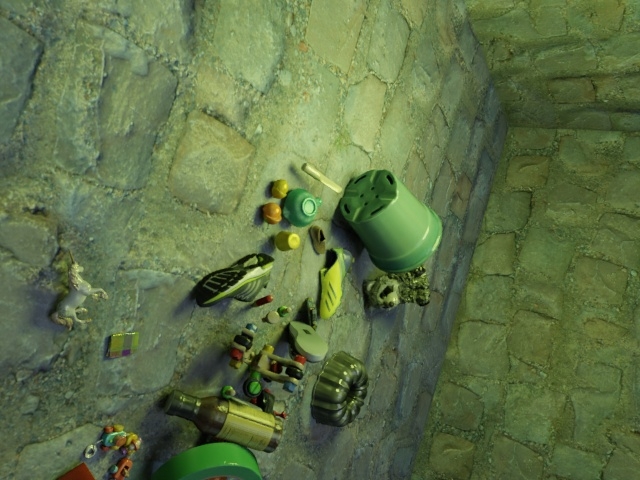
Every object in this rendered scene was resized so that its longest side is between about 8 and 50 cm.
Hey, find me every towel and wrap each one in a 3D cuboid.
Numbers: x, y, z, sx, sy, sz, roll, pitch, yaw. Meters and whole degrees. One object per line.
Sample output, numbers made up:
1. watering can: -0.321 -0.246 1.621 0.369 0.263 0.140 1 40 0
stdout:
1. towel: -0.497 0.261 1.244 0.083 0.009 0.060 3 96 -56

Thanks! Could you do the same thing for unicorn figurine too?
1. unicorn figurine: -0.537 0.120 1.097 0.111 0.060 0.162 44 64 -52

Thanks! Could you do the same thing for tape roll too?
1. tape roll: -0.329 0.715 1.413 0.321 0.077 0.321 -11 126 -16

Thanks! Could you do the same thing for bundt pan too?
1. bundt pan: 0.103 0.655 2.137 0.331 0.124 0.331 -24 119 -51

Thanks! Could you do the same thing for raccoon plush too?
1. raccoon plush: 0.351 0.212 2.379 0.446 0.299 0.216 -60 140 -83

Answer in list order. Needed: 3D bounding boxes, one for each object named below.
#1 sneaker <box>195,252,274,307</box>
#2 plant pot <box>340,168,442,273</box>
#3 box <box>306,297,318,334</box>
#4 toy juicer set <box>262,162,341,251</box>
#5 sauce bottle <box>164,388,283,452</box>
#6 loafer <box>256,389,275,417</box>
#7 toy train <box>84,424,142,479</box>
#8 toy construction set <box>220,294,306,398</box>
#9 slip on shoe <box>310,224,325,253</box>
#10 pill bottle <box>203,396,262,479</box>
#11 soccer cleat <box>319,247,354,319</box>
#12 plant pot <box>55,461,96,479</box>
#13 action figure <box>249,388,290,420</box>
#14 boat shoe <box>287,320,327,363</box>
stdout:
1. sneaker: -0.247 0.142 1.490 0.300 0.111 0.121 -26 125 -47
2. plant pot: 0.267 -0.091 1.995 0.334 0.341 0.341 43 65 -43
3. box: -0.031 0.297 1.866 0.094 0.027 0.137 -114 -161 -68
4. toy juicer set: -0.083 -0.139 1.673 0.209 0.089 0.329 52 59 -27
5. sauce bottle: -0.278 0.516 1.433 0.344 0.111 0.111 29 73 -20
6. loafer: -0.173 0.576 1.627 0.061 0.062 0.170 22 41 -25
7. toy train: -0.518 0.551 1.269 0.125 0.046 0.166 -54 140 -32
8. toy construction set: -0.202 0.345 1.584 0.257 0.237 0.309 11 71 -27
9. slip on shoe: 0.000 0.000 1.858 0.051 0.041 0.135 -47 135 -37
10. pill bottle: -0.288 0.624 1.549 0.130 0.130 0.245 46 62 -51
11. soccer cleat: 0.037 0.166 1.948 0.121 0.093 0.289 20 87 -25
12. plant pot: -0.574 0.711 1.072 0.236 0.267 0.267 -15 112 -40
13. action figure: -0.210 0.649 1.674 0.091 0.139 0.280 45 60 -52
14. boat shoe: -0.060 0.372 1.703 0.113 0.306 0.105 12 96 -21
